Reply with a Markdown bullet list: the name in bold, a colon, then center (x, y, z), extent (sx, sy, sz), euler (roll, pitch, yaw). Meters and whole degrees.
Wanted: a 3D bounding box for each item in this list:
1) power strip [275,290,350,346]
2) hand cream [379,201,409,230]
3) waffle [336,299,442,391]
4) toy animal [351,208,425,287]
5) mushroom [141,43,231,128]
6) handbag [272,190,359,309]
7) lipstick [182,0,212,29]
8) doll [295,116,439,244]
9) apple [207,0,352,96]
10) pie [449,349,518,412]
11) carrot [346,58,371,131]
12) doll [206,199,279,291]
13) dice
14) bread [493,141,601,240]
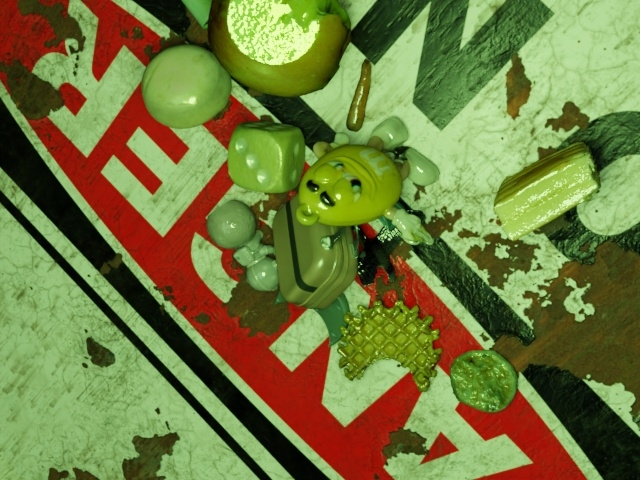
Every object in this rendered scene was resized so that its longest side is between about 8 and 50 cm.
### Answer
- **power strip**: center (-0.019, 0.178, 2.102), extent (0.253, 0.054, 0.167), euler (40, 111, 7)
- **hand cream**: center (0.139, -0.124, 1.947), extent (0.224, 0.083, 0.048), euler (48, 156, 15)
- **waffle**: center (0.191, 0.290, 2.021), extent (0.293, 0.069, 0.260), euler (4, 105, 7)
- **toy animal**: center (0.132, 0.029, 1.959), extent (0.197, 0.272, 0.160), euler (24, 141, 22)
- **mushroom**: center (-0.369, -0.413, 2.013), extent (0.246, 0.202, 0.246), euler (0, 64, 0)
- **handbag**: center (0.000, 0.000, 1.903), extent (0.283, 0.149, 0.302), euler (-40, 44, 39)
- **lipstick**: center (-0.379, -0.713, 1.997), extent (0.076, 0.076, 0.304), euler (-39, 89, 24)
- **doll**: center (0.131, -0.145, 1.796), extent (0.348, 0.423, 0.161), euler (21, 136, -8)
- **apple**: center (-0.084, -0.535, 1.774), extent (0.374, 0.374, 0.384), euler (44, 139, 5)
- **pie**: center (0.444, 0.381, 1.987), extent (0.187, 0.041, 0.187), euler (5, 106, 20)
- **carrot**: center (0.104, -0.380, 1.918), extent (0.047, 0.047, 0.191), euler (17, 108, 16)
- **doll**: center (-0.208, 0.025, 2.088), extent (0.151, 0.151, 0.287), euler (-31, 95, 24)
- **dice**: center (-0.144, -0.229, 1.980), extent (0.166, 0.169, 0.169), euler (11, 107, 17)
- **bread**: center (0.539, -0.130, 1.718), extent (0.246, 0.239, 0.111), euler (-31, 97, 26)
